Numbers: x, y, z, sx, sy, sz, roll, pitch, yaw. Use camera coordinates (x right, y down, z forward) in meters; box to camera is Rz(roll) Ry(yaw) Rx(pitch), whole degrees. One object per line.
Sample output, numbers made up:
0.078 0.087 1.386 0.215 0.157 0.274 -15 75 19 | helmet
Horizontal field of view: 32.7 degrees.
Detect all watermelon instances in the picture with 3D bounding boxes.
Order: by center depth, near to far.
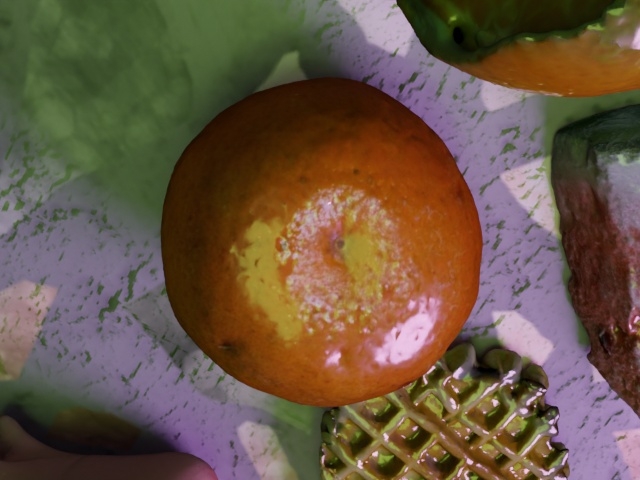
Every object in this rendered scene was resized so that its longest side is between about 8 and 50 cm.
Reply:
0.246 0.025 0.796 0.154 0.094 0.241 0 116 10 | watermelon

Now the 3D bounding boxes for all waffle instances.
0.099 0.182 0.877 0.207 0.054 0.214 -3 111 -1 | waffle

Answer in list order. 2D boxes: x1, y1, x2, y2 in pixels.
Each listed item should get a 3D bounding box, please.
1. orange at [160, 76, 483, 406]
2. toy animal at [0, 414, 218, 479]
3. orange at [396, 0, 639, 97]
0.000 0.000 0.742 0.224 0.170 0.224 -2 99 -14 | orange
-0.216 0.272 0.852 0.326 0.237 0.269 -27 101 18 | toy animal
0.193 -0.207 0.597 0.334 0.263 0.196 -37 124 8 | orange
